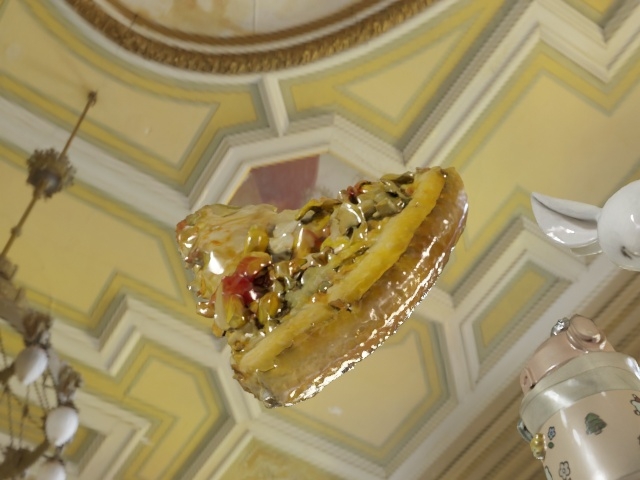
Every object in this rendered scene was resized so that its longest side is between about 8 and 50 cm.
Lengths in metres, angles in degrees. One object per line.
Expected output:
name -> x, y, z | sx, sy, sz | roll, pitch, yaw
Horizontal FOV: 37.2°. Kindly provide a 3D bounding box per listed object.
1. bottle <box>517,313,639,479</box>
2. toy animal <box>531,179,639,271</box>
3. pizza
bottle -> 0.186, 0.126, 0.651 | 0.098, 0.152, 0.099 | -8, -48, -9
toy animal -> 0.264, -0.018, 0.752 | 0.131, 0.127, 0.182 | 25, -49, -22
pizza -> 0.000, 0.000, 0.811 | 0.251, 0.288, 0.074 | -29, -55, -11
